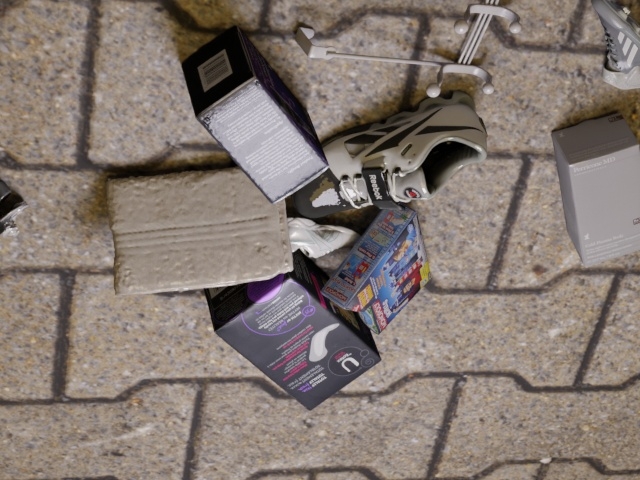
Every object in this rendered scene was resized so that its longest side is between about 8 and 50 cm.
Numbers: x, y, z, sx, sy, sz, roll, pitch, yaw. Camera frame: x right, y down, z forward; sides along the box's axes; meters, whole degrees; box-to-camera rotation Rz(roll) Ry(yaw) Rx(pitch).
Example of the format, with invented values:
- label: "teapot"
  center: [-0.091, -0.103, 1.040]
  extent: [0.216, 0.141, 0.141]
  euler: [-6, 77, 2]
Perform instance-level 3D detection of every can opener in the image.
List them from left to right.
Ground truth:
- label: "can opener"
  center: [-0.563, 0.011, 2.011]
  extent: [0.280, 0.074, 0.093]
  euler: [-39, 93, 14]

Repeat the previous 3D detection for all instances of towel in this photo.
- label: "towel"
  center: [-0.187, -0.019, 2.032]
  extent: [0.282, 0.049, 0.187]
  euler: [-6, 86, -8]

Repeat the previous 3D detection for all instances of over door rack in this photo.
- label: "over door rack"
  center: [0.152, -0.339, 1.894]
  extent: [0.324, 0.108, 0.240]
  euler: [8, 124, -21]

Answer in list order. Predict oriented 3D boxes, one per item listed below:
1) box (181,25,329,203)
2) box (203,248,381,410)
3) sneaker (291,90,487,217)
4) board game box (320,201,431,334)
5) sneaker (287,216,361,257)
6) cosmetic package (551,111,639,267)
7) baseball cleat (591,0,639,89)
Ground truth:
- label: "box"
  center: [-0.096, -0.183, 1.921]
  extent: [0.108, 0.153, 0.207]
  euler: [-33, 130, 11]
- label: "box"
  center: [-0.048, 0.133, 2.192]
  extent: [0.165, 0.143, 0.270]
  euler: [-36, 128, 12]
- label: "sneaker"
  center: [0.107, -0.110, 2.044]
  extent: [0.330, 0.146, 0.122]
  euler: [-28, 131, 9]
- label: "board game box"
  center: [0.091, 0.061, 2.171]
  extent: [0.194, 0.060, 0.194]
  euler: [-45, 146, -20]
- label: "sneaker"
  center: [0.000, 0.000, 2.140]
  extent: [0.152, 0.053, 0.061]
  euler: [10, 86, -32]
- label: "cosmetic package"
  center: [0.472, -0.085, 2.192]
  extent: [0.127, 0.107, 0.238]
  euler: [-18, 134, 3]
- label: "baseball cleat"
  center: [0.466, -0.300, 2.038]
  extent: [0.109, 0.072, 0.206]
  euler: [-39, 124, 24]
